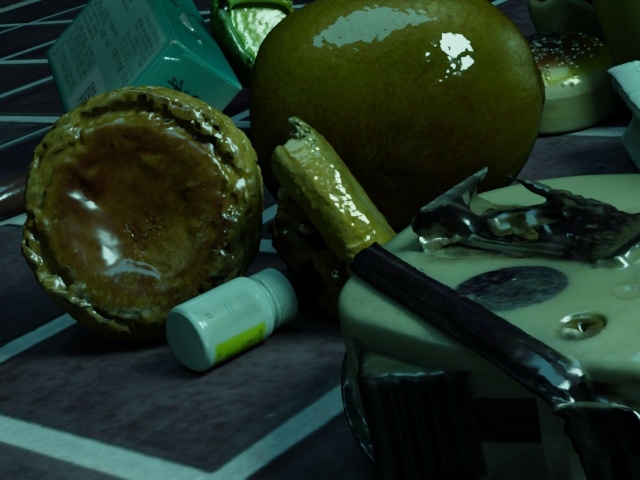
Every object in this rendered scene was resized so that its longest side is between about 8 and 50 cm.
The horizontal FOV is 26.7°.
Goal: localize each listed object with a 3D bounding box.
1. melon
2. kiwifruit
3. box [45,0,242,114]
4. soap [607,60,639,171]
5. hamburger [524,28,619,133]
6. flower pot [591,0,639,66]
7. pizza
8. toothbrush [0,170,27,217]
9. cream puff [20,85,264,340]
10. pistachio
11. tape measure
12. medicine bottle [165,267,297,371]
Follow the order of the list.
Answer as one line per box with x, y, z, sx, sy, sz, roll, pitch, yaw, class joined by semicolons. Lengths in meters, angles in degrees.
0.003;-0.185;1.461;0.265;0.129;0.169;-2;-7;-16;melon
0.061;-0.104;1.061;0.234;0.196;0.196;-5;18;-1;kiwifruit
-0.187;-0.175;1.382;0.153;0.092;0.245;-47;34;14;box
0.314;-0.078;0.996;0.150;0.094;0.261;-15;19;7;soap
0.218;-0.154;1.279;0.126;0.081;0.141;-16;20;-10;hamburger
0.335;-0.202;1.177;0.195;0.179;0.195;-13;11;3;flower pot
0.000;0.002;0.950;0.069;0.154;0.194;-39;-2;-14;pizza
-0.289;-0.056;1.378;0.041;0.041;0.364;7;26;45;toothbrush
-0.117;-0.019;1.011;0.183;0.183;0.169;-9;0;9;cream puff
0.293;-0.245;1.389;0.153;0.138;0.238;35;13;21;pistachio
0.105;0.047;0.694;0.231;0.133;0.271;1;25;32;tape measure
-0.059;0.052;0.906;0.083;0.047;0.047;-24;22;-35;medicine bottle
